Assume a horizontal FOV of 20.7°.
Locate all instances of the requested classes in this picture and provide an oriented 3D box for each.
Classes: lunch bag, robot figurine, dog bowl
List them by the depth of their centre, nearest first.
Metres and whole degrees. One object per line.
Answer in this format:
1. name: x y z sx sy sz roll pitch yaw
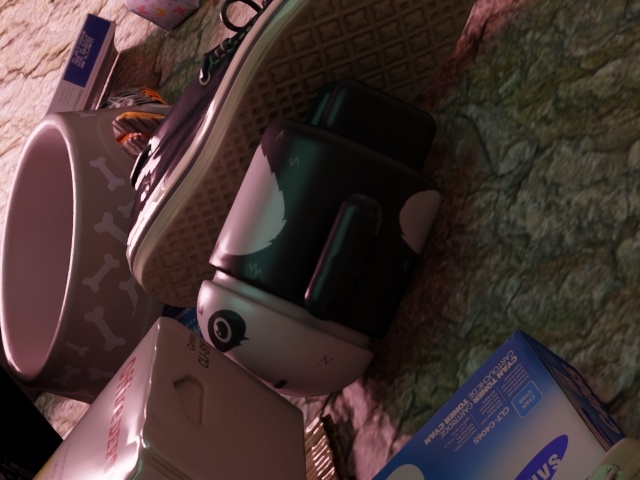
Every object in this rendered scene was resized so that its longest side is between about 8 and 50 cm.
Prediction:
1. robot figurine: -0.002 -0.001 1.545 0.173 0.209 0.278 22 88 25
2. dog bowl: -0.272 0.014 1.963 0.349 0.102 0.349 -26 60 61
3. lunch bag: -0.201 -0.311 2.196 0.071 0.083 0.053 -33 43 45

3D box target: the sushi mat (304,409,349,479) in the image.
1. sushi mat: -0.074 0.304 1.603 0.316 0.019 0.151 -48 33 29

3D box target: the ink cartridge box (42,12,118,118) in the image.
1. ink cartridge box: -0.317 -0.166 2.232 0.224 0.045 0.223 148 143 -83

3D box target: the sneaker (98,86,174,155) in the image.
1. sneaker: -0.215 -0.147 2.109 0.215 0.084 0.083 2 53 53

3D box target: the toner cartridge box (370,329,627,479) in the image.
1. toner cartridge box: 0.078 0.244 1.281 0.348 0.075 0.165 -48 34 11

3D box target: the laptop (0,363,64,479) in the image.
1. laptop: -0.404 0.224 1.784 0.236 0.382 0.408 10 73 15

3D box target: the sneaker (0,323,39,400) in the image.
1. sneaker: -0.444 0.208 2.170 0.286 0.130 0.109 -61 31 11

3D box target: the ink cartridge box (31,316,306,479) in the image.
1. ink cartridge box: -0.180 0.289 1.405 0.385 0.160 0.279 -52 14 14

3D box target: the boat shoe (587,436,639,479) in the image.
1. boat shoe: 0.162 0.269 1.141 0.094 0.109 0.302 35 90 43

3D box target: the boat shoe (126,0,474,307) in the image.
1. boat shoe: -0.034 -0.147 1.669 0.500 0.187 0.156 -51 38 30

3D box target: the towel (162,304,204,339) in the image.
1. towel: -0.108 -0.017 1.888 0.243 0.040 0.336 -40 40 36
